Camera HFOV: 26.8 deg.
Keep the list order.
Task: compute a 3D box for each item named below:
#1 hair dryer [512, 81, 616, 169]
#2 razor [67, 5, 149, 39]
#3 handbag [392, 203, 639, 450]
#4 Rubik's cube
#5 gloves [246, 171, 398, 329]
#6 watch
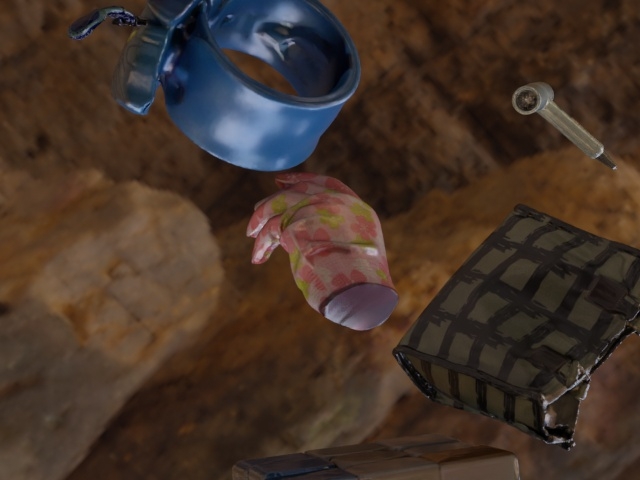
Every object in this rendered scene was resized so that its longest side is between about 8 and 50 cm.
[{"bbox_3d":[0.356,-0.157,1.913,0.044,0.183,0.155,-50,172,19],"label":"hair dryer"},{"bbox_3d":[-0.236,-0.239,1.458,0.044,0.028,0.154,6,-164,15],"label":"razor"},{"bbox_3d":[0.320,0.123,1.972,0.325,0.162,0.327,-48,-149,-15],"label":"handbag"},{"bbox_3d":[0.082,0.471,1.893,0.347,0.346,0.344,-4,178,-15],"label":"Rubik's cube"},{"bbox_3d":[0.003,-0.008,1.478,0.126,0.145,0.241,111,-35,-42],"label":"gloves"},{"bbox_3d":[-0.103,-0.212,1.678,0.241,0.274,0.305,-51,-173,44],"label":"watch"}]
